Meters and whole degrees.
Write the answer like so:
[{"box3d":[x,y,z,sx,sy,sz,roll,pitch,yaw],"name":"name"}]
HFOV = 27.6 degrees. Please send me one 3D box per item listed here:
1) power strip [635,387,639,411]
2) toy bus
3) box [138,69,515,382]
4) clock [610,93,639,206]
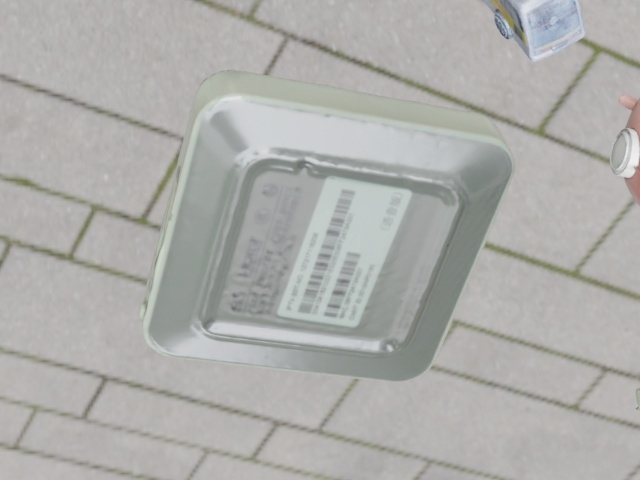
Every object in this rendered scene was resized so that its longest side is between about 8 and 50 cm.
[{"box3d":[0.446,0.161,1.463,0.080,0.029,0.227,6,158,-40],"name":"power strip"},{"box3d":[0.159,-0.242,1.129,0.064,0.190,0.075,-27,143,-4],"name":"toy bus"},{"box3d":[0.000,0.000,1.500,0.373,0.090,0.367,7,124,-16],"name":"box"},{"box3d":[0.396,-0.067,1.254,0.241,0.227,0.142,4,129,-10],"name":"clock"}]
